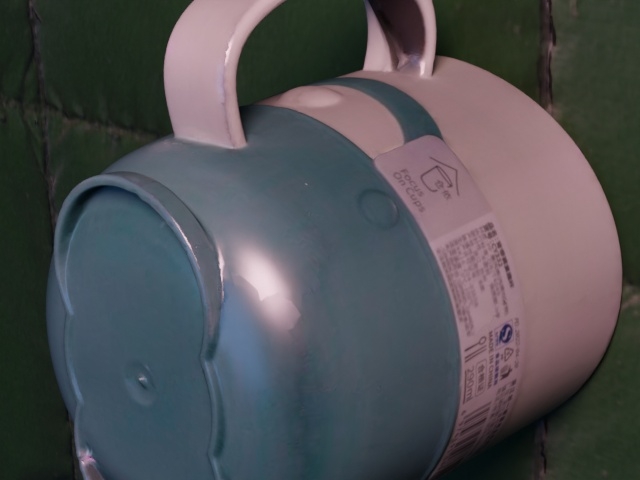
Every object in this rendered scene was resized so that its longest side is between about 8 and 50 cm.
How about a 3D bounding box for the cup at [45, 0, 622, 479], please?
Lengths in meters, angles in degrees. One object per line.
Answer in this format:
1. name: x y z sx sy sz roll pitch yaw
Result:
1. cup: 0.000 0.000 0.769 0.219 0.257 0.290 15 116 40
